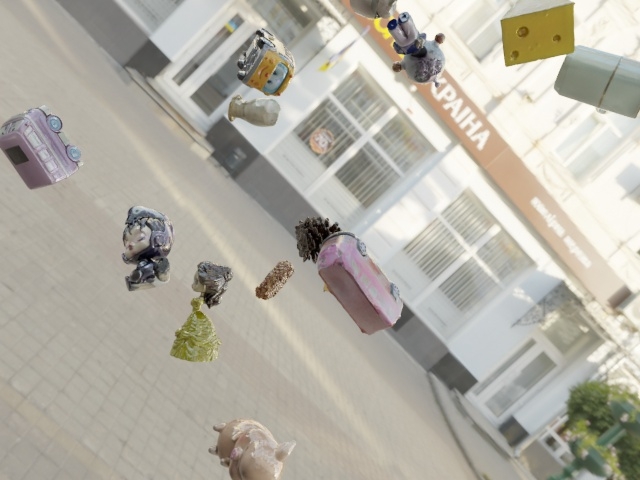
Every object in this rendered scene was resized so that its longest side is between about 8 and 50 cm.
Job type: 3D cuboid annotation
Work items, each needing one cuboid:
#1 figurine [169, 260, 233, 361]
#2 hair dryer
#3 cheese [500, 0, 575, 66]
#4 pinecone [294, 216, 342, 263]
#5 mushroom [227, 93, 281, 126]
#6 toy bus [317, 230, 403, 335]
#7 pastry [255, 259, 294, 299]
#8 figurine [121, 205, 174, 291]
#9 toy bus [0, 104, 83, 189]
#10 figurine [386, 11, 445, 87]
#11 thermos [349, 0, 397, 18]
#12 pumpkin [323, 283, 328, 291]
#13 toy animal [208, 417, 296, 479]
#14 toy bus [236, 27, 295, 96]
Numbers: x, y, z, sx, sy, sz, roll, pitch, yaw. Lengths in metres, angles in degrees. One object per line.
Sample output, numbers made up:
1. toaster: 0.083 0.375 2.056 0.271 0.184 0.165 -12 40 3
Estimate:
1. figurine: -0.394 0.224 1.856 0.167 0.316 0.187 7 -2 13
2. hair dryer: 0.620 -0.322 1.245 0.173 0.108 0.357 28 11 21
3. cheese: 0.404 -0.415 1.074 0.171 0.126 0.093 -76 153 -52
4. pinecone: 0.004 -0.007 1.926 0.163 0.165 0.163 169 -90 -71
5. mushroom: -0.220 -0.428 1.860 0.212 0.088 0.097 21 -50 32
6. toy bus: 0.110 0.122 1.599 0.303 0.127 0.147 52 37 -22
7. pastry: -0.154 0.142 1.944 0.063 0.169 0.087 31 -10 42
8. figurine: -0.428 0.012 1.430 0.145 0.145 0.222 40 33 -59
9. toy bus: -0.775 -0.254 1.548 0.142 0.141 0.203 -54 128 -46
10. figurine: 0.333 -0.644 1.892 0.274 0.193 0.133 70 5 -52
11. thermos: 0.184 -0.759 1.765 0.105 0.137 0.193 42 9 -34
12. pumpkin: 0.106 0.213 2.522 0.139 0.190 0.281 16 38 -15
13. toy animal: -0.180 0.560 1.469 0.154 0.167 0.250 6 4 -33
14. toy bus: -0.139 -0.470 1.510 0.136 0.126 0.209 28 25 -23
